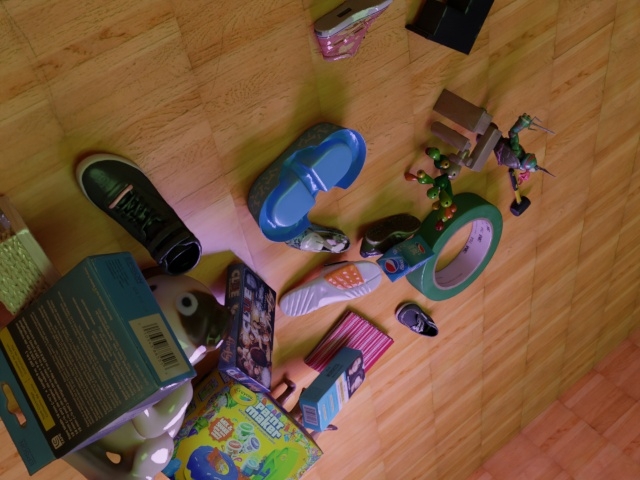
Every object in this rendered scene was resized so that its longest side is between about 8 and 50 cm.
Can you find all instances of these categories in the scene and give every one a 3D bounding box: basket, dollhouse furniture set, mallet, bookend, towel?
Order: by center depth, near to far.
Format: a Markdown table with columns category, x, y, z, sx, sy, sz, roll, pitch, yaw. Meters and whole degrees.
| category | x | y | z | sx | sy | sz | roll | pitch | yaw |
| --- | --- | --- | --- | --- | --- | --- | --- | --- | --- |
| basket | -0.510 | 0.031 | 1.268 | 0.103 | 0.113 | 0.167 | -35 | 140 | -16 |
| bookend | 0.284 | -0.498 | 1.646 | 0.157 | 0.072 | 0.156 | 3 | 118 | -45 |
| dollhouse furniture set | 0.347 | -0.266 | 1.878 | 0.151 | 0.123 | 0.144 | 5 | 118 | -55 |
| towel | 0.085 | 0.312 | 2.173 | 0.199 | 0.031 | 0.275 | -49 | 141 | 2 |
| mallet | 0.575 | -0.141 | 2.277 | 0.062 | 0.039 | 0.189 | -49 | 139 | -7 |

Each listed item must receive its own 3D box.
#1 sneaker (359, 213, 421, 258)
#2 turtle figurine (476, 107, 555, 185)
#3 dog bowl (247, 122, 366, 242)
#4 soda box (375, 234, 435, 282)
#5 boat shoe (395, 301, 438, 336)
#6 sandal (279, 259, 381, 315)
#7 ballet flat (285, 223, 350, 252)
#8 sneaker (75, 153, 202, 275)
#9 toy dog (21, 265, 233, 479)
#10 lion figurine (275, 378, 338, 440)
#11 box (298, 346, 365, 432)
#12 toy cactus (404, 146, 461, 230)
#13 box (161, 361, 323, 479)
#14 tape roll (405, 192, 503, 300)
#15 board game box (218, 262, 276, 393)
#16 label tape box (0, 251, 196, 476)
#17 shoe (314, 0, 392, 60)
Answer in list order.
| category | x | y | z | sx | sy | sz | roll | pitch | yaw |
| --- | --- | --- | --- | --- | --- | --- | --- | --- | --- |
| sneaker | 0.171 | -0.007 | 1.969 | 0.192 | 0.064 | 0.086 | -20 | 149 | -40 |
| turtle figurine | 0.487 | -0.240 | 1.935 | 0.118 | 0.234 | 0.175 | -32 | 140 | -22 |
| dog bowl | -0.034 | -0.131 | 1.640 | 0.297 | 0.074 | 0.166 | -46 | 143 | -6 |
| soda box | 0.219 | 0.044 | 1.963 | 0.067 | 0.071 | 0.210 | -41 | 170 | 25 |
| boat shoe | 0.294 | 0.241 | 2.291 | 0.075 | 0.065 | 0.206 | -52 | 143 | 4 |
| sandal | 0.018 | 0.103 | 1.901 | 0.265 | 0.076 | 0.102 | -19 | 122 | -6 |
| ballet flat | 0.000 | 0.000 | 1.793 | 0.188 | 0.070 | 0.070 | -1 | 122 | -44 |
| sneaker | -0.310 | -0.041 | 1.380 | 0.104 | 0.147 | 0.296 | -44 | 141 | -4 |
| toy dog | -0.332 | 0.260 | 1.514 | 0.395 | 0.284 | 0.408 | -6 | 126 | -58 |
| lion figurine | -0.092 | 0.524 | 2.072 | 0.240 | 0.142 | 0.392 | -55 | 137 | -16 |
| box | 0.035 | 0.390 | 2.030 | 0.244 | 0.060 | 0.100 | -41 | 131 | -48 |
| toy cactus | 0.305 | -0.153 | 1.949 | 0.180 | 0.112 | 0.219 | -49 | 126 | -41 |
| box | -0.204 | 0.476 | 1.799 | 0.279 | 0.177 | 0.290 | -45 | 107 | -7 |
| tape roll | 0.381 | 0.021 | 2.182 | 0.321 | 0.077 | 0.321 | -27 | 138 | -27 |
| board game box | -0.157 | 0.193 | 1.684 | 0.042 | 0.243 | 0.165 | -11 | 149 | 21 |
| label tape box | -0.400 | 0.205 | 1.278 | 0.334 | 0.240 | 0.106 | -35 | 169 | 25 |
| shoe | 0.070 | -0.423 | 1.508 | 0.178 | 0.063 | 0.081 | -33 | 141 | -12 |
